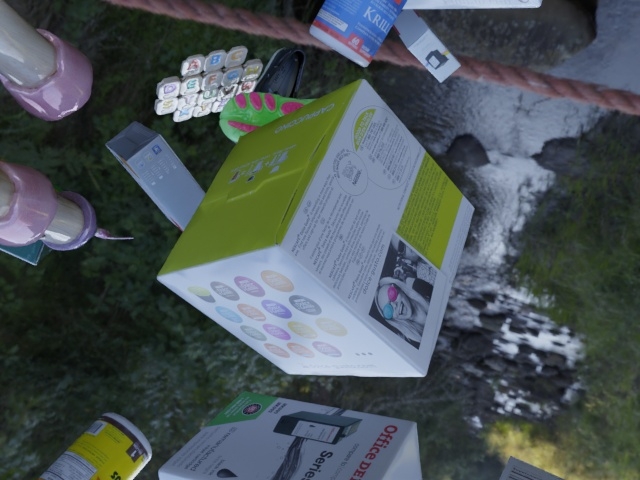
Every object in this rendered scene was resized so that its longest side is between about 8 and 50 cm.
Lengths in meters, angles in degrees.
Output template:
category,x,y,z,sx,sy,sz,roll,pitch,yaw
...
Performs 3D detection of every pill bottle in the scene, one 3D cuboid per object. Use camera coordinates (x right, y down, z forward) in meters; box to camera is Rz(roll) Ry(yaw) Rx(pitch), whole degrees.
category,x,y,z,sx,sy,sz,roll,pitch,yaw
pill bottle,-0.393,0.402,1.031,0.117,0.215,0.117,22,136,23
pill bottle,0.086,-0.427,1.069,0.124,0.221,0.124,29,-165,-9

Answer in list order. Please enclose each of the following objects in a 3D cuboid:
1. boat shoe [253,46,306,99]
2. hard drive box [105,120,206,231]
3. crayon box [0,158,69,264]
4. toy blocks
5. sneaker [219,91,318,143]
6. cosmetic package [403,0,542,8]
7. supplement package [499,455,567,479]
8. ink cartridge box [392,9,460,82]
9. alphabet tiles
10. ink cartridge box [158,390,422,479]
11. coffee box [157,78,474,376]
category,x,y,z,sx,sy,sz,roll,pitch,yaw
boat shoe,-0.130,-0.434,1.856,0.127,0.340,0.113,37,162,-33
hard drive box,-0.342,-0.133,1.356,0.181,0.089,0.232,31,160,54
crayon box,-0.625,-0.088,1.139,0.323,0.083,0.203,26,-164,-10
toy blocks,-0.344,-0.024,0.511,0.288,0.309,0.260,8,172,6
sneaker,-0.039,-0.299,1.712,0.482,0.185,0.202,12,175,-15
cosmetic package,0.261,-0.644,1.338,0.453,0.230,0.161,11,172,31
supplement package,0.349,0.536,1.007,0.198,0.199,0.262,18,-159,26
ink cartridge box,0.279,-0.520,1.638,0.072,0.127,0.175,-39,139,22
alphabet tiles,-0.288,-0.396,1.600,0.284,0.021,0.278,-20,166,-26
ink cartridge box,-0.031,0.322,0.830,0.289,0.122,0.211,2,-161,27
coffee box,0.000,0.000,1.046,0.337,0.338,0.334,-14,133,47
